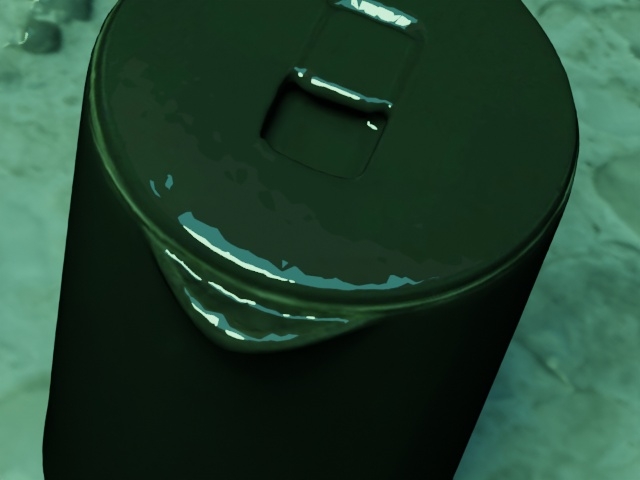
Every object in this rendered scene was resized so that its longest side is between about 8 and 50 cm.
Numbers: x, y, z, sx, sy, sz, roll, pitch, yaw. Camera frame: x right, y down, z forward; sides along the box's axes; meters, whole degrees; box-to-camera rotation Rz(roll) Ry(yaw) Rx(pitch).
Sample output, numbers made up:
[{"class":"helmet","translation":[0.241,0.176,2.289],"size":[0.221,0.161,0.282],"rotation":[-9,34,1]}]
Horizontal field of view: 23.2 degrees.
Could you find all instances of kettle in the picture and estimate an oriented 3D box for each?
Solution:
[{"class":"kettle","translation":[0.008,0.011,0.679],"size":[0.262,0.308,0.203],"rotation":[-33,68,-28]}]
